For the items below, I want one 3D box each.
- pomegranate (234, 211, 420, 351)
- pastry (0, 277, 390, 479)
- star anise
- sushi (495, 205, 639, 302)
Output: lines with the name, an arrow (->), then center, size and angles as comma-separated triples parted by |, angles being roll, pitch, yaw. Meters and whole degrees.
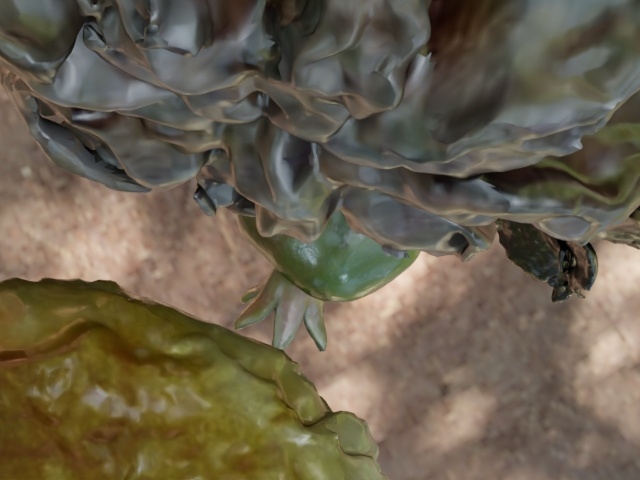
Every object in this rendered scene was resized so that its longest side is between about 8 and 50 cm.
pomegranate -> 0.000, 0.000, 1.523 | 0.131, 0.152, 0.191 | -16, 136, -43
pastry -> -0.094, 0.133, 0.673 | 0.257, 0.235, 0.121 | -3, 152, -17
star anise -> -0.004, -0.069, 0.722 | 0.332, 0.117, 0.331 | 11, 166, 3
sushi -> 0.183, -0.080, 1.292 | 0.349, 0.234, 0.207 | 8, 172, -15
